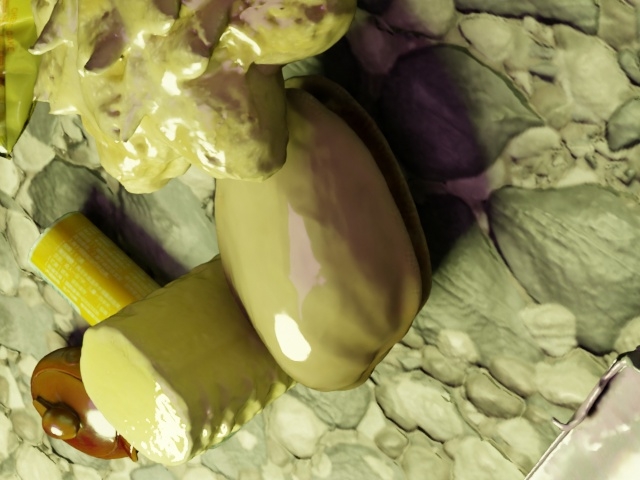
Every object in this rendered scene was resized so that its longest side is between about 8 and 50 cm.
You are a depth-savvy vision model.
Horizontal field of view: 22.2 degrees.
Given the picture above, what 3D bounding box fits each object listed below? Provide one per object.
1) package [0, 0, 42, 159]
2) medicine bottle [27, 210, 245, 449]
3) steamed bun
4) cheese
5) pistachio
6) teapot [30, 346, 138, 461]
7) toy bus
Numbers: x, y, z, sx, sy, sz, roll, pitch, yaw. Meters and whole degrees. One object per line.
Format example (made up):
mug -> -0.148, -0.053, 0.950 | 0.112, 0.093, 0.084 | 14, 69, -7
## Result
package -> -0.250, -0.193, 1.215 | 0.168, 0.090, 0.226 | 54, 145, 44
medicine bottle -> -0.140, 0.068, 1.303 | 0.218, 0.074, 0.074 | 42, 132, 14
steamed bun -> -0.109, -0.169, 1.050 | 0.295, 0.137, 0.292 | -23, 75, 41
cheese -> -0.083, 0.082, 1.199 | 0.123, 0.167, 0.094 | 47, 137, 12
pistachio -> 0.000, 0.000, 1.116 | 0.152, 0.126, 0.223 | 1, 108, 26
teapot -> -0.198, 0.146, 1.385 | 0.129, 0.078, 0.098 | 26, 127, 24
toy bus -> 0.197, 0.190, 1.087 | 0.138, 0.112, 0.317 | 48, 133, 21
